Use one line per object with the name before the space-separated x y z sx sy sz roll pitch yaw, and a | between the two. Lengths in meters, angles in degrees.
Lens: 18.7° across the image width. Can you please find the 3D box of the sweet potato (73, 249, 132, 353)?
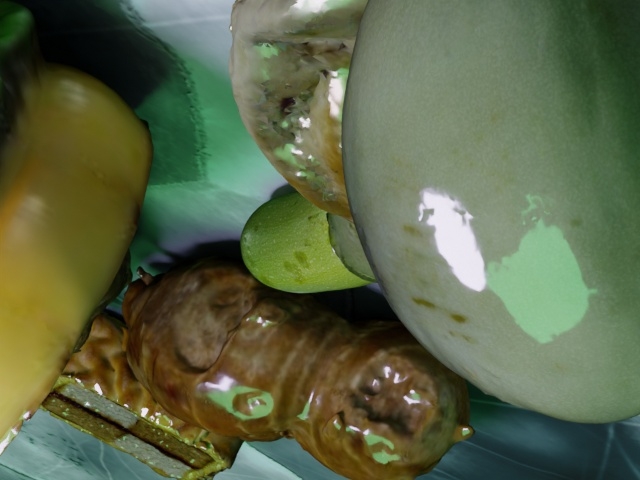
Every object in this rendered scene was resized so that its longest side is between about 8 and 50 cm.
sweet potato | -0.217 0.027 1.753 0.092 0.114 0.341 26 167 -1

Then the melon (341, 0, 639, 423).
melon | 0.136 -0.046 1.046 0.272 0.272 0.308 -15 94 53

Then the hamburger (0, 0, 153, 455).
hamburger | -0.331 -0.012 1.460 0.277 0.395 0.396 32 154 -20

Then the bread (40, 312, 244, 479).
bread | -0.184 0.164 2.024 0.222 0.096 0.181 28 155 -7

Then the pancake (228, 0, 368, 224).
pancake | 0.116 -0.072 1.303 0.387 0.082 0.387 13 151 7

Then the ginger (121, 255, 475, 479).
ginger | -0.027 0.116 1.746 0.358 0.152 0.274 20 175 9

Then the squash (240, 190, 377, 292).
squash | 0.000 0.000 1.550 0.095 0.095 0.188 33 157 -21
